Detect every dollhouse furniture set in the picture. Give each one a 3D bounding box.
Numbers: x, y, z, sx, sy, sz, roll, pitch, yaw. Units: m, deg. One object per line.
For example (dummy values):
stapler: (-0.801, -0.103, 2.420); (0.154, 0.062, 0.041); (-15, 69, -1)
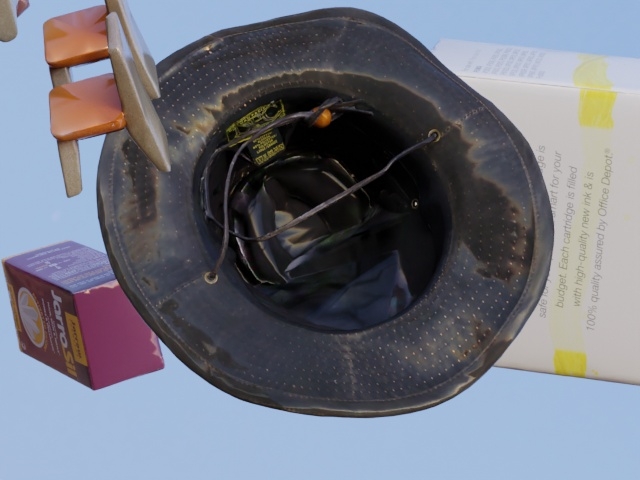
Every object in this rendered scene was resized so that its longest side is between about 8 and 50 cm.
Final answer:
dollhouse furniture set: (-0.241, -0.121, 1.163); (0.262, 0.259, 0.135); (-15, -51, 2)

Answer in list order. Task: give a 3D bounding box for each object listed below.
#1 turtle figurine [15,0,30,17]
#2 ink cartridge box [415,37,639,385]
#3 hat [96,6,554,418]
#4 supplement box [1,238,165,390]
turtle figurine: (-0.252, -0.268, 1.487); (0.198, 0.266, 0.275); (26, -34, 58)
ink cartridge box: (0.269, -0.024, 1.812); (0.384, 0.160, 0.279); (7, -71, 10)
hat: (0.000, 0.000, 1.421); (0.331, 0.331, 0.134); (26, -24, 11)
supplement box: (-0.236, 0.071, 1.924); (0.188, 0.080, 0.104); (17, -59, 58)
